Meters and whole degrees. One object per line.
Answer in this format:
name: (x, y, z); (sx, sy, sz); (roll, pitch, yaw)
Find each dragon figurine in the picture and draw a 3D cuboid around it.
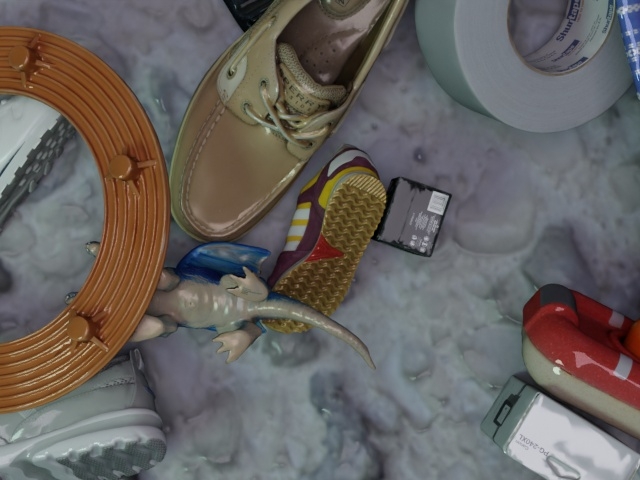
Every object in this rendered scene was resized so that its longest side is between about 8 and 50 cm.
dragon figurine: (-0.090, 0.049, 1.357); (0.289, 0.144, 0.085); (5, 100, 4)

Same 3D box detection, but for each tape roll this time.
tape roll: (0.193, -0.208, 1.356); (0.219, 0.072, 0.219); (-9, 110, -26)

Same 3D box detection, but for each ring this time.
ring: (-0.286, -0.020, 1.317); (0.337, 0.032, 0.336); (-2, 83, 20)

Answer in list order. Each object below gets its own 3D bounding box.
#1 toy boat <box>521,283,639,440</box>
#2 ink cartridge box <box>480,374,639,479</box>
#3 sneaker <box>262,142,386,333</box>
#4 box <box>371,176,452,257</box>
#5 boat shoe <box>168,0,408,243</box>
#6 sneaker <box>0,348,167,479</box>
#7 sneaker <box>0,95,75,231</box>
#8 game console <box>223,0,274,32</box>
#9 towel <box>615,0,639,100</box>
toy boat: (0.300, 0.088, 1.361); (0.231, 0.151, 0.151); (27, 109, -3)
ink cartridge box: (0.211, 0.179, 1.367); (0.109, 0.150, 0.063); (32, 90, -2)
sneaker: (0.000, 0.000, 1.408); (0.070, 0.084, 0.185); (23, 115, -22)
box: (0.082, -0.021, 1.395); (0.052, 0.083, 0.062); (19, 89, -3)
boat shoe: (-0.029, -0.139, 1.354); (0.122, 0.110, 0.341); (28, 102, -14)
sneaker: (-0.278, 0.170, 1.395); (0.281, 0.105, 0.115); (-9, 57, 2)
sneaker: (-0.299, -0.079, 1.385); (0.095, 0.090, 0.235); (40, 87, 8)
game console: (0.058, -0.325, 1.415); (0.361, 0.044, 0.213); (-33, 90, -2)
towel: (0.375, -0.104, 1.361); (0.243, 0.040, 0.336); (-16, 90, -39)
